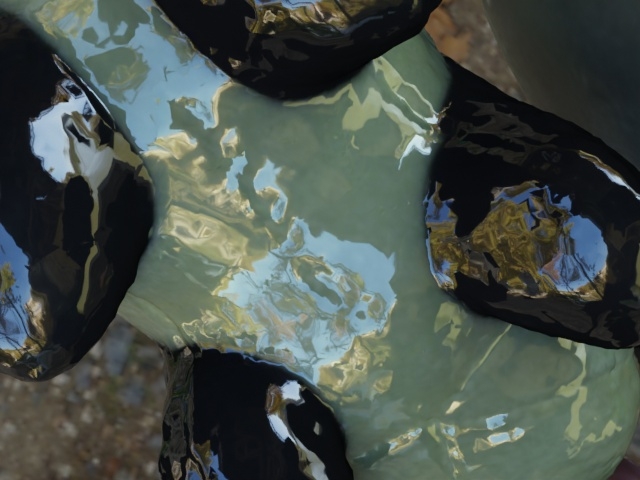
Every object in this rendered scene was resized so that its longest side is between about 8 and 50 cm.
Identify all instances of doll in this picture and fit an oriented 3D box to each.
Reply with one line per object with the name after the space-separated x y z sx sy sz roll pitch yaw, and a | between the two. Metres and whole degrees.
0.000 -0.002 0.408 0.143 0.234 0.135 -40 16 7 | doll

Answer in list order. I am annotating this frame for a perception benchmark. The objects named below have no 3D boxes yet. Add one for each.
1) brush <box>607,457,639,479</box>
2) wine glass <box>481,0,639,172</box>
0.092 0.141 0.388 0.103 0.047 0.233 -53 25 23 | brush
0.144 -0.144 0.474 0.238 0.238 0.323 -17 99 32 | wine glass
